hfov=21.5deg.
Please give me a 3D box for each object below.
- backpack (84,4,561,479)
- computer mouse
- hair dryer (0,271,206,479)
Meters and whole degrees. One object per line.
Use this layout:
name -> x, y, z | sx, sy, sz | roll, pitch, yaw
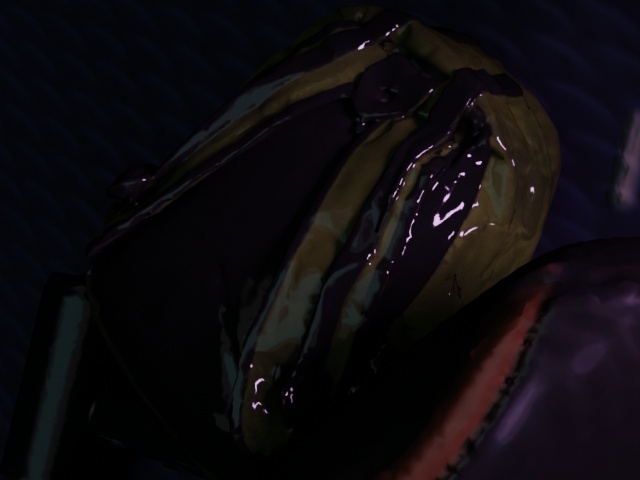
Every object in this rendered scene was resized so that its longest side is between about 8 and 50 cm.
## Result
backpack -> 0.000, 0.000, 0.849 | 0.253, 0.140, 0.207 | -52, 54, 10
computer mouse -> 0.080, 0.126, 0.731 | 0.323, 0.183, 0.116 | -43, 33, 29
hair dryer -> -0.072, 0.099, 0.962 | 0.255, 0.070, 0.128 | 11, 89, 35
